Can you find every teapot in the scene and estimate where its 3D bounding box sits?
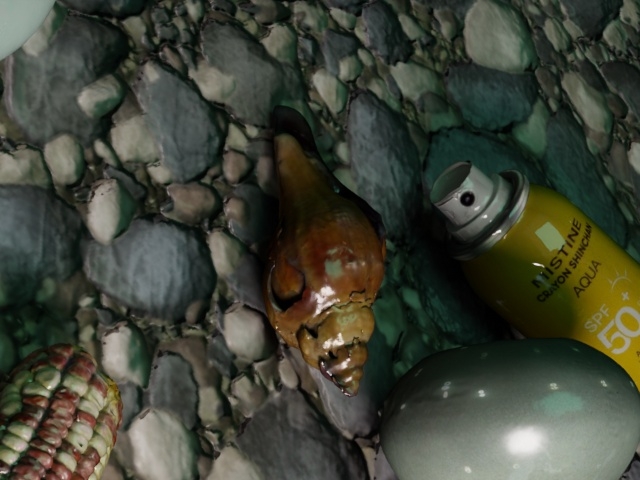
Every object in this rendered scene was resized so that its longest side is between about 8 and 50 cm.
[{"bbox_3d":[0.138,0.196,1.156,0.183,0.183,0.251,2,77,-42],"label":"teapot"}]

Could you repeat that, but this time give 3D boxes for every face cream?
[{"bbox_3d":[0.221,0.060,1.344,0.348,0.105,0.105,40,46,-19],"label":"face cream"}]

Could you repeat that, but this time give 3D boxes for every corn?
[{"bbox_3d":[-0.181,0.156,0.943,0.079,0.079,0.237,43,47,-17],"label":"corn"}]

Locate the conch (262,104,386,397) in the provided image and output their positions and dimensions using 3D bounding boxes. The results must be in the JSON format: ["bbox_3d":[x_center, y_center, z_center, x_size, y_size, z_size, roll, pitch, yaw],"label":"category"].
[{"bbox_3d":[0.005,0.001,1.195,0.086,0.080,0.233,36,46,-34],"label":"conch"}]

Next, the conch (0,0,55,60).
[{"bbox_3d":[-0.252,-0.177,1.017,0.185,0.121,0.221,38,59,6],"label":"conch"}]
